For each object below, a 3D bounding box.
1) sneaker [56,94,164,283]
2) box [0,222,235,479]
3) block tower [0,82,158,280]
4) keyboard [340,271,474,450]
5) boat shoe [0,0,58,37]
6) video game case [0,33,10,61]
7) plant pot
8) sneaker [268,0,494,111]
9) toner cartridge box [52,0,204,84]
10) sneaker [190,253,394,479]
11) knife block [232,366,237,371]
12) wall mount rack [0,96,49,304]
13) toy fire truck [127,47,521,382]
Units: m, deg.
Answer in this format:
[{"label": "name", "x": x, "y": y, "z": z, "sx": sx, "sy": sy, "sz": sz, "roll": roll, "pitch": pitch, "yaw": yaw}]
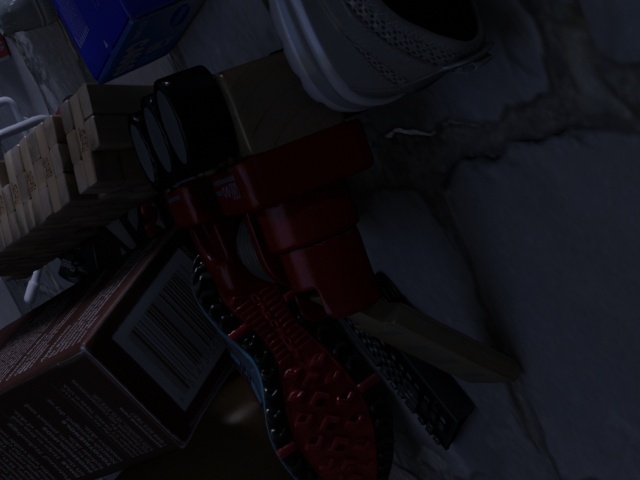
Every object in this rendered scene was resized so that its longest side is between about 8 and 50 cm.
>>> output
[{"label": "sneaker", "x": -0.242, "y": -0.024, "z": 1.156, "sx": 0.097, "sy": 0.135, "sz": 0.276, "roll": 17, "pitch": 131, "yaw": 62}, {"label": "box", "x": -0.249, "y": 0.143, "z": 1.070, "sx": 0.381, "sy": 0.191, "sz": 0.143, "roll": -25, "pitch": 113, "yaw": 41}, {"label": "block tower", "x": -0.270, "y": -0.047, "z": 1.048, "sx": 0.335, "sy": 0.097, "sz": 0.091, "roll": -27, "pitch": 73, "yaw": 45}, {"label": "keyboard", "x": 0.048, "y": 0.071, "z": 0.789, "sx": 0.180, "sy": 0.023, "sz": 0.108, "roll": 51, "pitch": 156, "yaw": 22}, {"label": "boat shoe", "x": -0.380, "y": -0.285, "z": 1.207, "sx": 0.227, "sy": 0.081, "sz": 0.079, "roll": 32, "pitch": 144, "yaw": 50}, {"label": "video game case", "x": -0.527, "y": -0.403, "z": 1.462, "sx": 0.204, "sy": 0.025, "sz": 0.285, "roll": 33, "pitch": 146, "yaw": 49}, {"label": "plant pot", "x": -0.141, "y": 0.309, "z": 1.183, "sx": 0.237, "sy": 0.254, "sz": 0.237, "roll": 46, "pitch": 153, "yaw": 32}, {"label": "sneaker", "x": 0.006, "y": -0.196, "z": 0.486, "sx": 0.115, "sy": 0.105, "sz": 0.281, "roll": 4, "pitch": 130, "yaw": 50}, {"label": "toner cartridge box", "x": -0.215, "y": -0.311, "z": 0.825, "sx": 0.348, "sy": 0.075, "sz": 0.165, "roll": 62, "pitch": 159, "yaw": -2}, {"label": "sneaker", "x": -0.016, "y": 0.115, "z": 0.918, "sx": 0.262, "sy": 0.104, "sz": 0.125, "roll": 60, "pitch": 174, "yaw": 17}, {"label": "knife block", "x": -0.202, "y": 0.126, "z": 1.348, "sx": 0.275, "sy": 0.242, "sz": 0.088, "roll": -22, "pitch": 101, "yaw": 23}, {"label": "wall mount rack", "x": -0.385, "y": -0.039, "z": 1.456, "sx": 0.350, "sy": 0.130, "sz": 0.304, "roll": 25, "pitch": 139, "yaw": 57}, {"label": "toy fire truck", "x": 0.000, "y": 0.000, "z": 0.674, "sx": 0.246, "sy": 0.158, "sz": 0.217, "roll": 70, "pitch": 164, "yaw": -5}]
